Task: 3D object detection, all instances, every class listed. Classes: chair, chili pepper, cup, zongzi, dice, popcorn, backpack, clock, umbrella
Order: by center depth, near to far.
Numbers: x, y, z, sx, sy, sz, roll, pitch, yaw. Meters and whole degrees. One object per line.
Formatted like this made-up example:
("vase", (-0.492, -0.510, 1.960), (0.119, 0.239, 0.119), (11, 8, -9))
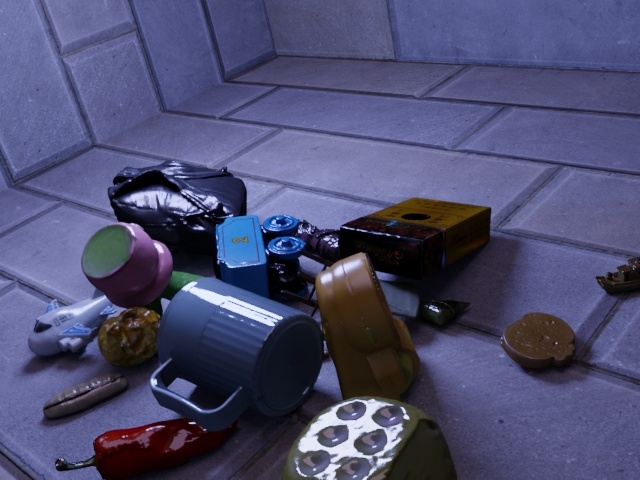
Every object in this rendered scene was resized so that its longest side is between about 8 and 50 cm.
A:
("dice", (0.086, 0.429, 1.261), (0.226, 0.233, 0.238), (0, 29, 36))
("chili pepper", (-0.368, 0.445, 1.575), (0.387, 0.110, 0.110), (-12, 29, -9))
("clock", (0.092, 0.188, 1.624), (0.200, 0.317, 0.244), (-20, 30, 0))
("cup", (-0.200, 0.248, 1.663), (0.311, 0.257, 0.331), (14, 14, 37))
("zongzi", (0.301, 0.169, 1.844), (0.119, 0.055, 0.109), (-20, 22, -37))
("chair", (0.068, 0.160, 1.849), (0.319, 0.186, 0.160), (20, 26, -9))
("popcorn", (-0.497, 0.247, 1.903), (0.180, 0.180, 0.170), (-22, 26, -17))
("umbrella", (0.000, 0.000, 2.218), (0.326, 0.094, 0.090), (20, 57, 45))
("backpack", (-0.454, -0.116, 2.334), (0.445, 0.255, 0.363), (6, 29, -9))

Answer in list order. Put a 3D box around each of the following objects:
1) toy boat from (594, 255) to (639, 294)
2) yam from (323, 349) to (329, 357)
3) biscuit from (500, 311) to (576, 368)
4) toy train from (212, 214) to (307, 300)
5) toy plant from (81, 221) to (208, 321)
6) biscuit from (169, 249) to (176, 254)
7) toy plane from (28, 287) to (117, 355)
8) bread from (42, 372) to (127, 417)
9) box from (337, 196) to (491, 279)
("toy boat", (0.778, 0.078, 1.785), (0.206, 0.072, 0.064), (-14, 27, -3))
("yam", (-0.034, 0.291, 1.790), (0.116, 0.021, 0.021), (-13, 29, -2))
("biscuit", (0.500, 0.236, 1.646), (0.170, 0.050, 0.170), (-4, 34, 2))
("toy train", (-0.175, 0.055, 2.073), (0.265, 0.188, 0.300), (-6, 30, -8))
("toy plant", (-0.473, 0.102, 2.017), (0.317, 0.356, 0.211), (-4, 55, 21))
("biscuit", (-0.526, -0.033, 2.501), (0.186, 0.079, 0.309), (-5, 28, 17))
("toy plane", (-0.708, 0.230, 2.069), (0.267, 0.123, 0.267), (-12, 30, 7))
("bread", (-0.591, 0.384, 1.819), (0.214, 0.053, 0.073), (-20, 34, -14))
("box", (0.268, -0.016, 2.004), (0.264, 0.116, 0.415), (12, 21, 36))
